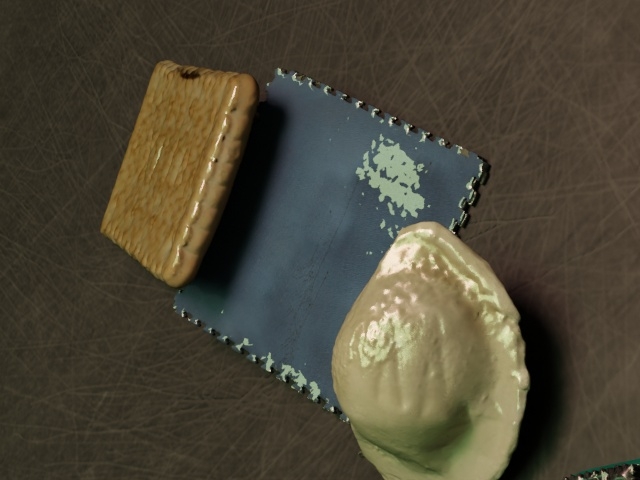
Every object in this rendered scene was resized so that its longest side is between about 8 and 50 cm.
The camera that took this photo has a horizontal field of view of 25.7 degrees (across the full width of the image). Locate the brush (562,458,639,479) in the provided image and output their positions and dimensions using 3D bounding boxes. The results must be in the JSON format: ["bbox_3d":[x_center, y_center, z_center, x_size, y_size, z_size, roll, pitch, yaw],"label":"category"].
[{"bbox_3d":[0.240,0.169,0.989,0.193,0.032,0.043,-24,59,42],"label":"brush"}]

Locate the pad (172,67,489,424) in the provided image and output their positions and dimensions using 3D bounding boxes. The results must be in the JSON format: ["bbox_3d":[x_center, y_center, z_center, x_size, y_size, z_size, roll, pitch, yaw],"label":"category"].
[{"bbox_3d":[0.000,0.000,1.287,0.269,0.012,0.269,31,100,35],"label":"pad"}]

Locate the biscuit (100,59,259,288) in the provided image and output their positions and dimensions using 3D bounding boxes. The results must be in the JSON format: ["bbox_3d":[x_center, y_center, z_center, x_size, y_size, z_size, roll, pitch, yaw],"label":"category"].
[{"bbox_3d":[-0.147,-0.076,1.434,0.325,0.044,0.217,22,94,68],"label":"biscuit"}]

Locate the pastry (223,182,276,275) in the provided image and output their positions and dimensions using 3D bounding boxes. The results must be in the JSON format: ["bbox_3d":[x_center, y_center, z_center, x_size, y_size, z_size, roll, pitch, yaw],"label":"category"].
[{"bbox_3d":[-0.071,-0.030,1.384,0.080,0.056,0.140,-39,51,26],"label":"pastry"}]

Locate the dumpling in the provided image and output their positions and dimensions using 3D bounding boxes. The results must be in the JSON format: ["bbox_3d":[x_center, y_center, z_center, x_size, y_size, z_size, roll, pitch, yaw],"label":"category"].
[{"bbox_3d":[0.095,0.103,1.110,0.166,0.126,0.216,20,88,33],"label":"dumpling"}]
